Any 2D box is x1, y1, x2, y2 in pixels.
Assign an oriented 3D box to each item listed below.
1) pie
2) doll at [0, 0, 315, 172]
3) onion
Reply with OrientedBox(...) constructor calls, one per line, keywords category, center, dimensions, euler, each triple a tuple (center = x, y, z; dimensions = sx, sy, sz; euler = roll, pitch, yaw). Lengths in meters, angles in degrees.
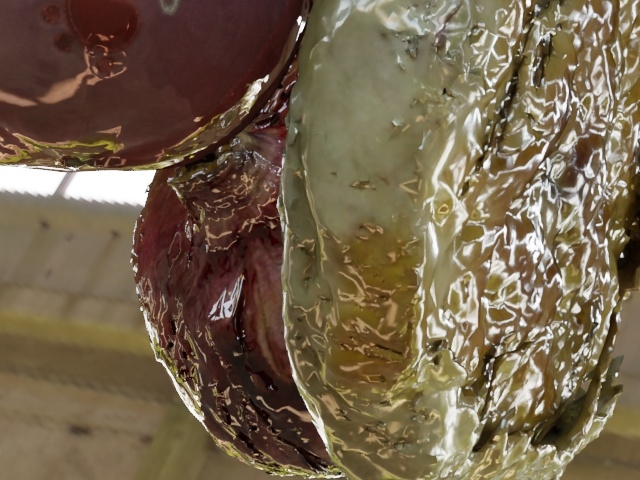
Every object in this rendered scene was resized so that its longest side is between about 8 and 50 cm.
OrientedBox(category="pie", center=(0.069, -0.029, 0.486), dimensions=(0.055, 0.274, 0.274), euler=(16, -34, 28))
OrientedBox(category="doll", center=(-0.061, -0.141, 0.507), dimensions=(0.196, 0.255, 0.152), euler=(-10, -35, 13))
OrientedBox(category="onion", center=(0.000, 0.000, 0.801), dimensions=(0.252, 0.252, 0.219), euler=(1, -16, 33))
